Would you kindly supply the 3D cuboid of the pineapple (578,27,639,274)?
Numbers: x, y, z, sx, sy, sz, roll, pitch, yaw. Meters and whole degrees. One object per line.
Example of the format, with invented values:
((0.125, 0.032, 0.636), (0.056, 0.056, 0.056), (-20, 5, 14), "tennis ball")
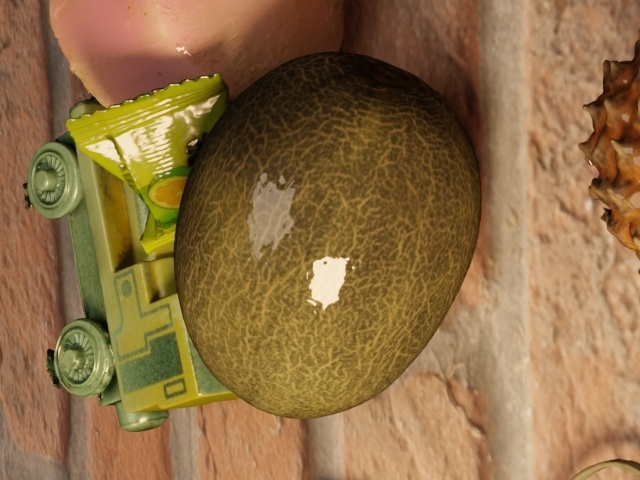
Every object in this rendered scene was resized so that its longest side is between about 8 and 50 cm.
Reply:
((0.242, -0.068, 0.831), (0.166, 0.166, 0.193), (-35, 50, 47), "pineapple")

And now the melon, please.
((0.000, 0.000, 1.060), (0.237, 0.237, 0.302), (44, 124, 40), "melon")

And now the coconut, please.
((-0.097, -0.222, 1.184), (0.245, 0.233, 0.233), (-12, 83, 45), "coconut")

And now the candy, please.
((-0.123, -0.061, 1.163), (0.246, 0.149, 0.069), (64, -175, -59), "candy")

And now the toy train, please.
((-0.186, 0.008, 1.378), (0.237, 0.150, 0.369), (-21, 76, 41), "toy train")

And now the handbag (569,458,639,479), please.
((0.217, 0.292, 0.948), (0.219, 0.079, 0.256), (48, 127, 42), "handbag")
